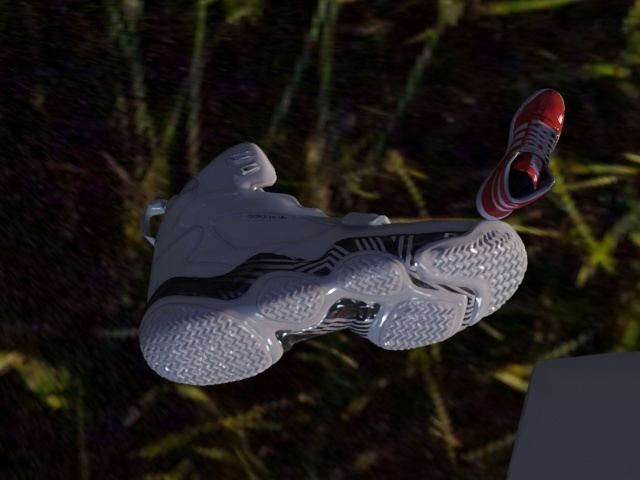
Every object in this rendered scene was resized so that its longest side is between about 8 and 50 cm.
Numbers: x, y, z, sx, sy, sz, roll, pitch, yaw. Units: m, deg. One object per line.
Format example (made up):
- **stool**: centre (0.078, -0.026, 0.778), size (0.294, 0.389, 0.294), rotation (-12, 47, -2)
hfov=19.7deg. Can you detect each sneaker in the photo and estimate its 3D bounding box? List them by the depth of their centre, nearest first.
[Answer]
- **sneaker**: centre (0.167, -0.071, 1.436), size (0.042, 0.067, 0.118), rotation (30, 76, -9)
- **sneaker**: centre (0.000, 0.000, 1.742), size (0.366, 0.210, 0.137), rotation (-13, 138, 0)

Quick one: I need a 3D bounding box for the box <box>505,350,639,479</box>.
- **box**: centre (0.183, 0.236, 0.694), size (0.168, 0.215, 0.345), rotation (-6, 123, 21)
